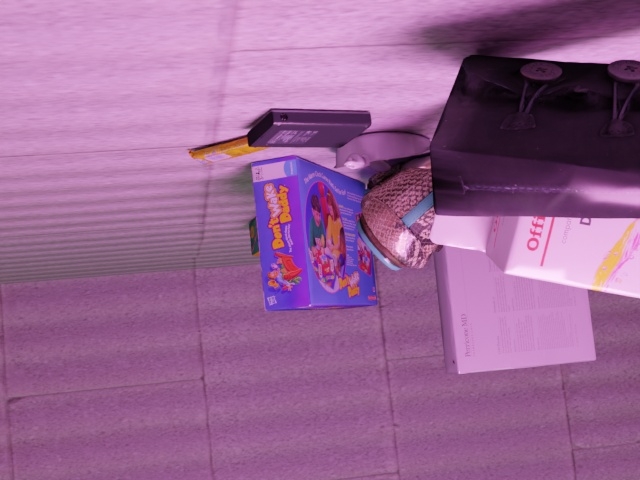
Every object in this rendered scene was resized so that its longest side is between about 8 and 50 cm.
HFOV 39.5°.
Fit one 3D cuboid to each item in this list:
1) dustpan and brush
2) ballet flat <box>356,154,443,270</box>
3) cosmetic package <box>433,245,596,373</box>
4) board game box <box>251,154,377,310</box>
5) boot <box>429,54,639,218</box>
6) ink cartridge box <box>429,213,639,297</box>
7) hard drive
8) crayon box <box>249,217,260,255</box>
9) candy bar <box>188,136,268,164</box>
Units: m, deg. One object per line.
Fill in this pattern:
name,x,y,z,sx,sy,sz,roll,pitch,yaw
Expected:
dustpan and brush,0.070,-0.119,1.261,0.147,0.060,0.211,-8,174,20
ballet flat,0.161,-0.063,1.380,0.182,0.164,0.483,-42,-179,8
cosmetic package,0.377,0.066,1.778,0.285,0.377,0.097,-3,173,-11
board game box,0.000,0.000,1.516,0.078,0.233,0.347,-8,173,20
boot,0.361,-0.132,0.862,0.445,0.146,0.367,2,-152,27
ink cartridge box,0.327,-0.049,1.063,0.354,0.207,0.119,9,-169,-4
hard drive,-0.015,-0.141,1.138,0.135,0.022,0.094,-2,168,-25
crayon box,-0.052,-0.024,1.963,0.165,0.081,0.278,-4,174,-15
candy bar,-0.113,-0.128,1.221,0.162,0.018,0.040,-10,163,33
